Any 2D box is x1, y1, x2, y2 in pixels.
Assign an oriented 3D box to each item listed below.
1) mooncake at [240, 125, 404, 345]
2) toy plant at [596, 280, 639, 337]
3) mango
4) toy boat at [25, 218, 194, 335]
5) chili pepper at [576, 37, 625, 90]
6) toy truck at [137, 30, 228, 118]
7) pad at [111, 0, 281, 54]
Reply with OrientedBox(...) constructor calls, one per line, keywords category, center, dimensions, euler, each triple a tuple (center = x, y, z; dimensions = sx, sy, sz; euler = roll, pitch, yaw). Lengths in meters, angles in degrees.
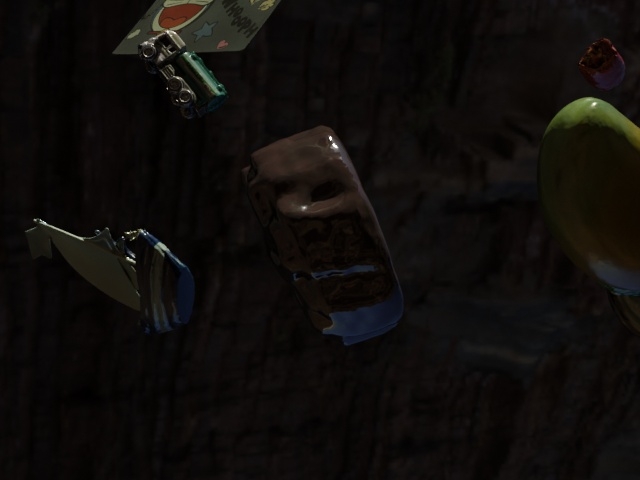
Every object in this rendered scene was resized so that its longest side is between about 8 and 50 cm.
OrientedBox(category="mooncake", center=(0.000, 0.000, 1.349), dimensions=(0.283, 0.141, 0.283), euler=(157, -90, -89))
OrientedBox(category="toy plant", center=(0.456, 0.049, 1.407), dimensions=(0.218, 0.235, 0.175), euler=(44, -73, 23))
OrientedBox(category="mango", center=(0.253, -0.038, 0.903), dimensions=(0.194, 0.130, 0.092), euler=(58, -8, -29))
OrientedBox(category="toy boat", center=(-0.317, 0.033, 1.624), dimensions=(0.210, 0.292, 0.070), euler=(-52, -178, 46))
OrientedBox(category="chili pepper", center=(0.510, -0.312, 1.899), dimensions=(0.071, 0.123, 0.073), euler=(11, -92, 25))
OrientedBox(category="toy truck", center=(-0.121, -0.145, 0.924), dimensions=(0.083, 0.044, 0.039), euler=(51, -9, 9))
OrientedBox(category="pad", center=(-0.138, -0.291, 1.312), dimensions=(0.246, 0.006, 0.170), euler=(8, -125, 42))
